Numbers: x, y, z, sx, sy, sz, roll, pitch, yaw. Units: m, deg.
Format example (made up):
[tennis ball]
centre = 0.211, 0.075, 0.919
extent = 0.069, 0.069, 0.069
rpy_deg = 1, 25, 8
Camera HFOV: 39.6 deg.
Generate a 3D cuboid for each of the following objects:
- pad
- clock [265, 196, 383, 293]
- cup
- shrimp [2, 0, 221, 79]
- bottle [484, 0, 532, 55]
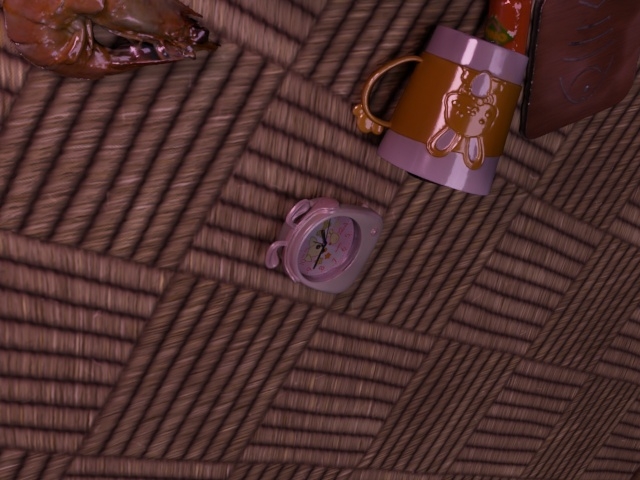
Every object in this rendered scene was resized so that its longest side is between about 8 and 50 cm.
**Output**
[pad]
centre = 0.472, -0.334, 1.565
extent = 0.286, 0.018, 0.284
rpy_deg = -22, 131, -25
[clock]
centre = 0.000, 0.000, 1.389
extent = 0.191, 0.062, 0.152
rpy_deg = 15, 110, -44
[cup]
centre = 0.177, -0.201, 1.327
extent = 0.241, 0.185, 0.226
rpy_deg = 18, 105, -13
[shrimp]
centre = -0.231, -0.242, 1.024
extent = 0.267, 0.061, 0.145
rpy_deg = -1, 129, -43
[bottle]
centre = 0.290, -0.359, 1.363
extent = 0.069, 0.069, 0.187
rpy_deg = -21, 129, -27
